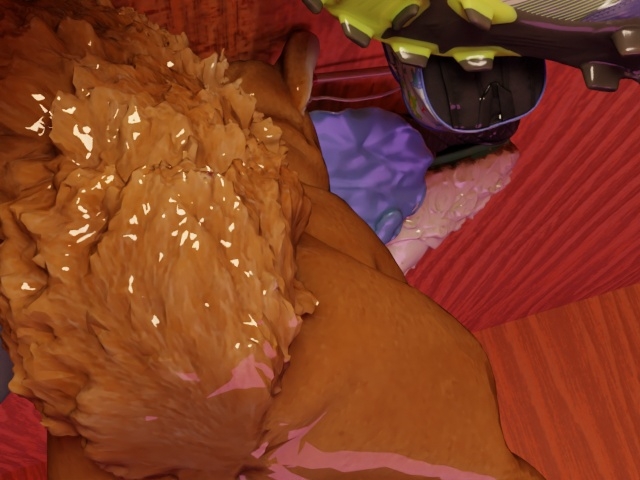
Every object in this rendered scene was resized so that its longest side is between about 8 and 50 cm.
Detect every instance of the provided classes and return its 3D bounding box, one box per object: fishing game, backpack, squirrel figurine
[{"bbox_3d":[0.007,-0.048,0.983,0.189,0.041,0.264,-9,137,-15],"label":"fishing game"},{"bbox_3d":[0.094,-0.130,0.769,0.105,0.114,0.084,-15,-174,-16],"label":"backpack"},{"bbox_3d":[-0.063,-0.005,0.692,0.281,0.371,0.397,-20,138,13],"label":"squirrel figurine"}]

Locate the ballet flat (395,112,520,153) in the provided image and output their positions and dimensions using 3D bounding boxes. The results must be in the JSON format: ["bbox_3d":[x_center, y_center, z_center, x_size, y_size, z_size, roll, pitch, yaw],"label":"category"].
[{"bbox_3d":[0.112,-0.110,1.048,0.173,0.057,0.049,-10,126,-35],"label":"ballet flat"}]

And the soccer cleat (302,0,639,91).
[{"bbox_3d":[0.111,-0.167,0.692,0.289,0.121,0.093,9,159,-16],"label":"soccer cleat"}]

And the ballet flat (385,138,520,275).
[{"bbox_3d":[0.000,0.000,1.119,0.408,0.147,0.147,-13,166,-9],"label":"ballet flat"}]

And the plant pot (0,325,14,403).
[{"bbox_3d":[-0.356,0.086,0.888,0.165,0.166,0.234,4,-169,29],"label":"plant pot"}]
